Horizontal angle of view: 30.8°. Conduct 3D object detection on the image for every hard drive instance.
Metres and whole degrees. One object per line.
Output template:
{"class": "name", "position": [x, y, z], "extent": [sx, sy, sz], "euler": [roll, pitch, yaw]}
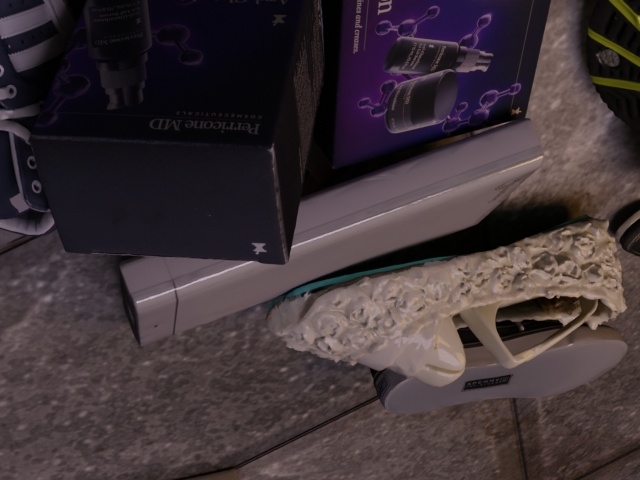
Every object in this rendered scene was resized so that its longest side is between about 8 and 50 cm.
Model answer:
{"class": "hard drive", "position": [0.000, 0.000, 1.022], "extent": [0.353, 0.047, 0.233], "euler": [-20, 171, -12]}

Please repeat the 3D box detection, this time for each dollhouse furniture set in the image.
{"class": "dollhouse furniture set", "position": [0.010, -0.106, 1.021], "extent": [0.114, 0.091, 0.081], "euler": [-45, 102, -16]}

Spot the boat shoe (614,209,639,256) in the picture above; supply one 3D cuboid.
{"class": "boat shoe", "position": [0.440, 0.004, 1.361], "extent": [0.233, 0.079, 0.084], "euler": [8, 130, -36]}

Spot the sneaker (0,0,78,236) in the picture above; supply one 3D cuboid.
{"class": "sneaker", "position": [-0.226, -0.112, 0.731], "extent": [0.099, 0.153, 0.282], "euler": [-2, 149, 20]}

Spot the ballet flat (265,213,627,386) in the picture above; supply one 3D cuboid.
{"class": "ballet flat", "position": [0.150, 0.071, 1.168], "extent": [0.409, 0.147, 0.147], "euler": [-13, 139, -26]}

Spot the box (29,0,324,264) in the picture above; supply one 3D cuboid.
{"class": "box", "position": [-0.084, -0.095, 0.776], "extent": [0.153, 0.207, 0.108], "euler": [2, 138, 6]}

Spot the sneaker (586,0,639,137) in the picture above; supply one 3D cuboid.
{"class": "sneaker", "position": [0.364, -0.161, 1.112], "extent": [0.147, 0.145, 0.385], "euler": [-56, 142, -17]}

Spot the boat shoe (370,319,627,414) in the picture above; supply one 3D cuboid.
{"class": "boat shoe", "position": [0.196, 0.119, 1.314], "extent": [0.306, 0.105, 0.113], "euler": [-9, 142, -14]}

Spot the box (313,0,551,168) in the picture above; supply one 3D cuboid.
{"class": "box", "position": [0.078, -0.199, 0.887], "extent": [0.184, 0.103, 0.261], "euler": [-18, 141, -18]}

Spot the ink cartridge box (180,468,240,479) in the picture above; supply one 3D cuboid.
{"class": "ink cartridge box", "position": [-0.216, 0.388, 1.345], "extent": [0.273, 0.114, 0.197], "euler": [-7, 136, -25]}
